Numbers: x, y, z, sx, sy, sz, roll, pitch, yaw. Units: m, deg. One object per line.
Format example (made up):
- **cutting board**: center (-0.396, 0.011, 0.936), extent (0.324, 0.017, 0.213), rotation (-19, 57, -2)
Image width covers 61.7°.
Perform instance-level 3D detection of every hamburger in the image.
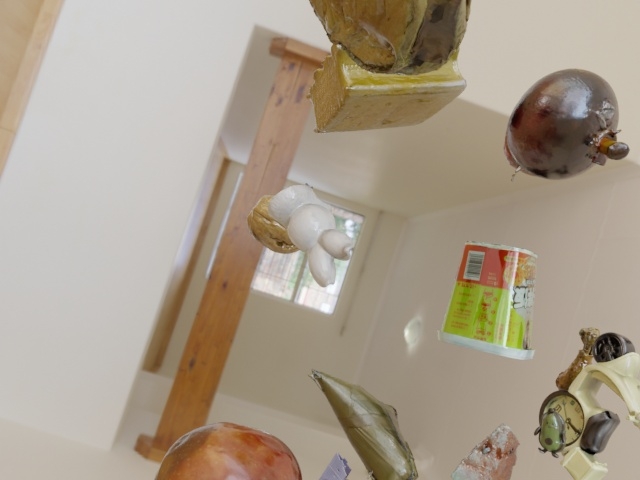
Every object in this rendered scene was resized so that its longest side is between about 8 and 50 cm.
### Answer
- **hamburger**: center (0.102, -0.389, 0.809), extent (0.134, 0.285, 0.265), rotation (-34, 154, -15)

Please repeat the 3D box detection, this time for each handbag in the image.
- **handbag**: center (0.554, 0.456, 1.285), extent (0.072, 0.047, 0.111), rotation (2, -94, 41)

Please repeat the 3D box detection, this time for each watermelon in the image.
- **watermelon**: center (0.504, 0.647, 1.579), extent (0.241, 0.154, 0.094), rotation (-64, 156, 8)

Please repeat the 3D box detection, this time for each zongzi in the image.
- **zongzi**: center (0.099, 0.467, 1.327), extent (0.123, 0.289, 0.260), rotation (-44, -155, 12)

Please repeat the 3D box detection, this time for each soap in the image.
- **soap**: center (0.155, -0.390, 1.380), extent (0.293, 0.335, 0.156), rotation (150, -70, -68)

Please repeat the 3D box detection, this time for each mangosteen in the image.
- **mangosteen**: center (0.532, -0.226, 1.116), extent (0.261, 0.235, 0.235), rotation (49, -54, 46)

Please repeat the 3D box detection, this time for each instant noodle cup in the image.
- **instant noodle cup**: center (0.515, 0.173, 1.600), extent (0.294, 0.294, 0.308), rotation (164, -63, -83)

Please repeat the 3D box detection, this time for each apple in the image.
- **apple**: center (-0.143, 0.389, 0.815), extent (0.230, 0.230, 0.230), rotation (-162, -90, -85)

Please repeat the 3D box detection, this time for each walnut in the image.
- **walnut**: center (-0.104, -0.042, 1.441), extent (0.155, 0.184, 0.155), rotation (-51, -165, 19)

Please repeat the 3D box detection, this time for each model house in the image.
- **model house**: center (0.025, 0.537, 1.130), extent (0.167, 0.088, 0.117), rotation (-58, 161, 6)

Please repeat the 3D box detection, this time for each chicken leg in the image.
- **chicken leg**: center (0.830, 0.394, 1.701), extent (0.087, 0.107, 0.251), rotation (-118, -143, -73)

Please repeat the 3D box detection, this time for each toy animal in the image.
- **toy animal**: center (0.000, -0.003, 1.035), extent (0.104, 0.221, 0.131), rotation (-41, 149, 8)

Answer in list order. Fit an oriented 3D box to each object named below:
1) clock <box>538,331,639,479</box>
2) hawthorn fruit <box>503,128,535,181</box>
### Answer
- **clock**: center (0.779, 0.467, 1.483), extent (0.379, 0.120, 0.276), rotation (-63, -154, 23)
- **hawthorn fruit**: center (0.750, -0.317, 1.891), extent (0.271, 0.242, 0.242), rotation (-60, -175, -3)
